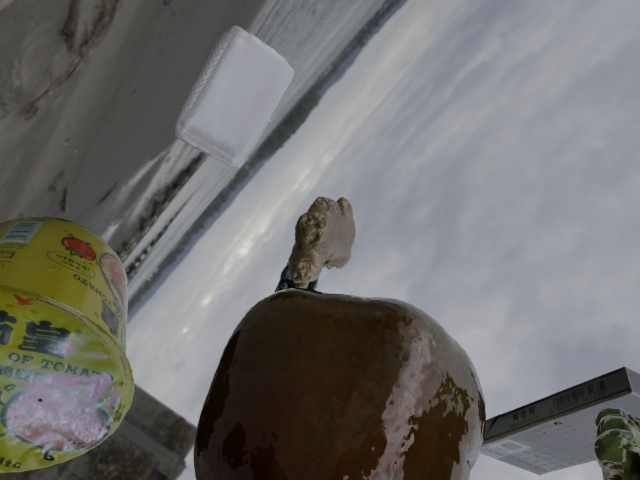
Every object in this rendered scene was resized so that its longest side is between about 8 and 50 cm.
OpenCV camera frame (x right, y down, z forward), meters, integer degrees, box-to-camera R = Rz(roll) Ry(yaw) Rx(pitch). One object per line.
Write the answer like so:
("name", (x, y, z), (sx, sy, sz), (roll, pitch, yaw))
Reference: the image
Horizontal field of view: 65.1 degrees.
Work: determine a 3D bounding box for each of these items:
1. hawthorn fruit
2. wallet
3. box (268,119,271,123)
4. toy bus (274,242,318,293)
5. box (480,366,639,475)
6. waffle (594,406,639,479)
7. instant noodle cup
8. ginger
("hawthorn fruit", (0.007, 0.201, 0.481), (0.267, 0.267, 0.301), (-32, -155, 54))
("wallet", (-0.128, -0.208, 0.740), (0.183, 0.124, 0.032), (-61, -150, 4))
("box", (-0.205, -0.272, 1.174), (0.090, 0.024, 0.167), (-23, 171, 40))
("toy bus", (-0.047, 0.084, 1.183), (0.106, 0.090, 0.185), (117, -4, -53))
("box", (0.420, 0.310, 0.825), (0.325, 0.180, 0.047), (-47, -156, 45))
("waffle", (0.264, 0.215, 0.341), (0.054, 0.208, 0.214), (-40, -123, 24))
("instant noodle cup", (-0.428, 0.127, 0.732), (0.325, 0.325, 0.254), (-46, -151, 15))
("ginger", (0.000, -0.005, 0.844), (0.074, 0.137, 0.213), (-1, -167, 30))
